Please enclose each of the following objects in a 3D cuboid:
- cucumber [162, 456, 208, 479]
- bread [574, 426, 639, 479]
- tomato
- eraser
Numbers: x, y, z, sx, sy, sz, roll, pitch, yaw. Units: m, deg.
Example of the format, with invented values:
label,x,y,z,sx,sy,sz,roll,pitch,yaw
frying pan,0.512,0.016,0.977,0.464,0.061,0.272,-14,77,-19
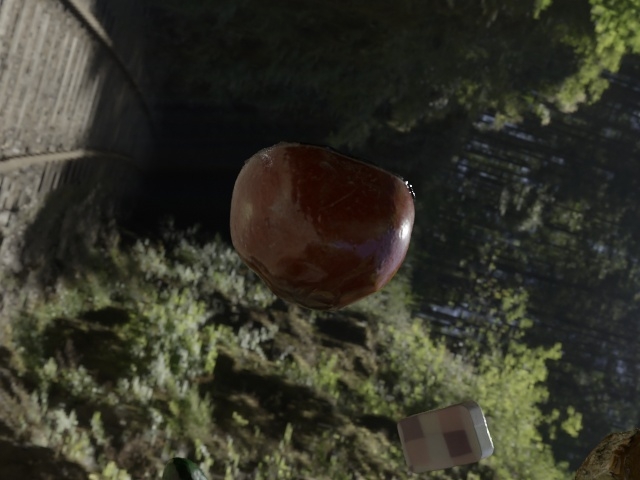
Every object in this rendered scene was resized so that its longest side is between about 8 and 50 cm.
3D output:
label,x,y,z,sx,sy,sz,roll,pitch,yaw
cucumber,-0.088,0.338,0.832,0.056,0.056,0.284,-139,-153,-79
bread,0.316,0.244,0.853,0.070,0.083,0.076,-39,175,-29
tomato,0.000,0.000,0.954,0.180,0.214,0.155,121,-22,-55
eraser,0.136,0.218,0.923,0.105,0.026,0.065,-25,-102,42
